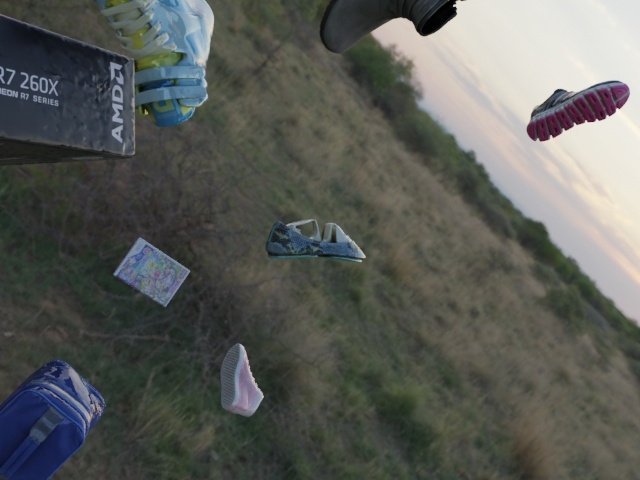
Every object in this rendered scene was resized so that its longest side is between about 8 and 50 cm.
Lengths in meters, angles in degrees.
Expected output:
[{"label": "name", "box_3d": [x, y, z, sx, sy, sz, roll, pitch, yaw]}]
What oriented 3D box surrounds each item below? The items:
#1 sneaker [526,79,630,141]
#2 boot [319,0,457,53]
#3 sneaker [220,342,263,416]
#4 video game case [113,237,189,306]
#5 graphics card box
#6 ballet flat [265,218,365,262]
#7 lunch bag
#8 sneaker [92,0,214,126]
[{"label": "sneaker", "box_3d": [0.425, -0.229, 1.172, 0.063, 0.170, 0.075, 47, 35, -30]}, {"label": "boot", "box_3d": [0.118, -0.360, 1.079, 0.083, 0.246, 0.161, 33, 19, -49]}, {"label": "sneaker", "box_3d": [-0.139, 0.254, 1.255, 0.070, 0.051, 0.134, 36, 34, -33]}, {"label": "video game case", "box_3d": [-0.328, 0.063, 1.369, 0.122, 0.087, 0.011, 37, -8, -25]}, {"label": "graphics card box", "box_3d": [-0.329, -0.107, 0.468, 0.371, 0.232, 0.094, 0, 90, -66]}, {"label": "ballet flat", "box_3d": [0.000, 0.000, 1.098, 0.188, 0.070, 0.070, 4, 38, -41]}, {"label": "lunch bag", "box_3d": [-0.228, 0.152, 0.555, 0.067, 0.098, 0.065, 43, 9, -7]}, {"label": "sneaker", "box_3d": [-0.238, -0.277, 0.969, 0.319, 0.127, 0.208, 24, 62, -68]}]
